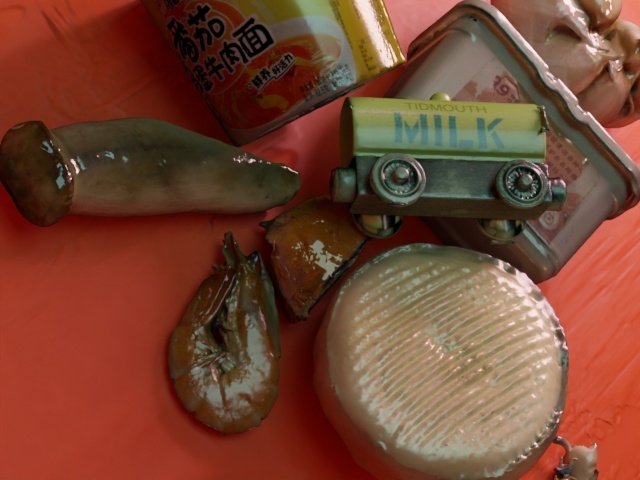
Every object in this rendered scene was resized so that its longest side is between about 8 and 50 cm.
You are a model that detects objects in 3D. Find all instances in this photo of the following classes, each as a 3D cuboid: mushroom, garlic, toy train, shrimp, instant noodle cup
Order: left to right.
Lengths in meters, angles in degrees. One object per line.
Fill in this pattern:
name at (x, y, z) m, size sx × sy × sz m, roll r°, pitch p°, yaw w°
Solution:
mushroom at (-0.168, -0.072, 1.502) m, size 0.333 × 0.087 × 0.107 m, roll -5°, pitch 75°, yaw -40°
shrimp at (-0.094, 0.088, 1.496) m, size 0.115 × 0.051 × 0.217 m, roll 13°, pitch 64°, yaw -27°
instant noodle cup at (-0.044, -0.229, 1.570) m, size 0.264 × 0.264 × 0.200 m, roll -30°, pitch 96°, yaw -40°
toy train at (0.131, -0.086, 1.563) m, size 0.253 × 0.105 × 0.157 m, roll 2°, pitch 65°, yaw -11°
garlic at (0.319, -0.225, 1.841) m, size 0.185 × 0.203 × 0.281 m, roll -44°, pitch 115°, yaw 0°

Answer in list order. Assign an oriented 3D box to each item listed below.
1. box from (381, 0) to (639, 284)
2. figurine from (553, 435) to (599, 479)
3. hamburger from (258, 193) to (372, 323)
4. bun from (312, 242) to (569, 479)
box at (0.194, -0.091, 1.712) m, size 0.312 × 0.175 × 0.182 m, roll 46°, pitch 60°, yaw -7°
figurine at (0.279, 0.262, 1.672) m, size 0.050 × 0.047 × 0.083 m, roll 10°, pitch 69°, yaw -14°
hamburger at (-0.007, -0.002, 1.573) m, size 0.102 × 0.087 × 0.176 m, roll 47°, pitch 53°, yaw -8°
bun at (0.117, 0.142, 1.551) m, size 0.287 × 0.146 × 0.287 m, roll 9°, pitch 56°, yaw -14°
